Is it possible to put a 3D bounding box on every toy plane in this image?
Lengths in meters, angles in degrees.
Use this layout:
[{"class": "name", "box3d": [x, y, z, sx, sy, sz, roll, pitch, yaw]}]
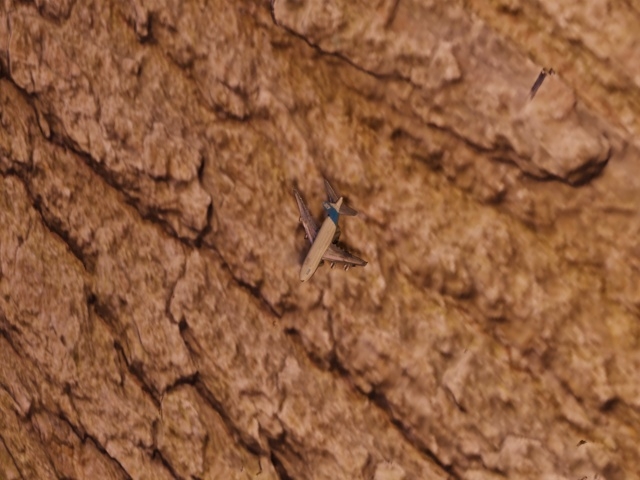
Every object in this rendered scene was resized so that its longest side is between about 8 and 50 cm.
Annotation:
[{"class": "toy plane", "box3d": [0.002, -0.002, 0.867, 0.078, 0.024, 0.084, 47, 143, 25]}]
